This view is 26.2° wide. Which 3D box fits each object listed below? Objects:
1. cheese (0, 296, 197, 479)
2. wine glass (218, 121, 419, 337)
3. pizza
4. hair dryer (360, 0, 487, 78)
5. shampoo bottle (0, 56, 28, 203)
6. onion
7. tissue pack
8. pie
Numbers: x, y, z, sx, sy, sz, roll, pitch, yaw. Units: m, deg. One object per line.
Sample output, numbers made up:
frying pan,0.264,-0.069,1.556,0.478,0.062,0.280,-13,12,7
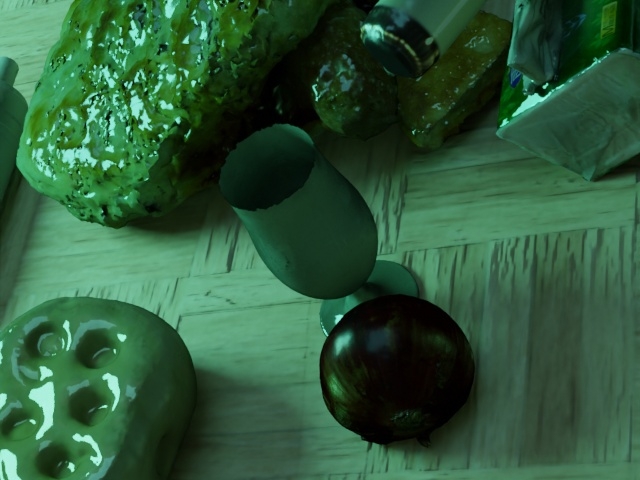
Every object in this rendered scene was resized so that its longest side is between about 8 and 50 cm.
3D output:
cheese,-0.201,0.158,1.101,0.235,0.117,0.218,-30,49,5
wine glass,0.000,0.000,1.050,0.093,0.202,0.093,-16,50,19
pizza,0.120,-0.150,1.201,0.134,0.046,0.175,-5,55,28
hair dryer,0.145,-0.244,0.993,0.203,0.128,0.362,32,75,27
shampoo bottle,-0.359,-0.059,1.367,0.092,0.092,0.303,-6,54,25
onion,0.054,0.094,1.019,0.117,0.118,0.118,-26,48,4
tissue pack,0.210,-0.185,1.080,0.148,0.156,0.209,-37,34,52
pie,-0.104,-0.209,1.277,0.418,0.180,0.395,-16,47,33
